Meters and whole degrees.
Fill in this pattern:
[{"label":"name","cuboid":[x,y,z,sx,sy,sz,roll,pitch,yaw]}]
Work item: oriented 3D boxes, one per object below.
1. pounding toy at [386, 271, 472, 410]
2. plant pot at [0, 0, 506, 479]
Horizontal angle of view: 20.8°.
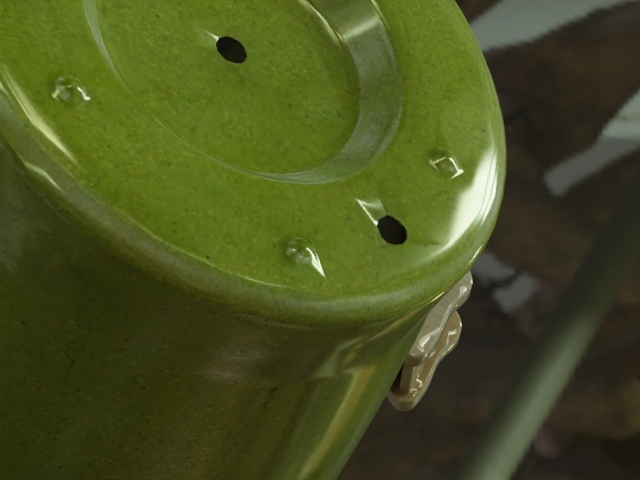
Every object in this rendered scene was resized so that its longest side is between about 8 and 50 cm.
[{"label":"pounding toy","cuboid":[0.000,0.000,1.396,0.269,0.154,0.155,44,-30,26]},{"label":"plant pot","cuboid":[-0.111,0.013,0.747,0.366,0.366,0.353,27,-43,-19]}]
